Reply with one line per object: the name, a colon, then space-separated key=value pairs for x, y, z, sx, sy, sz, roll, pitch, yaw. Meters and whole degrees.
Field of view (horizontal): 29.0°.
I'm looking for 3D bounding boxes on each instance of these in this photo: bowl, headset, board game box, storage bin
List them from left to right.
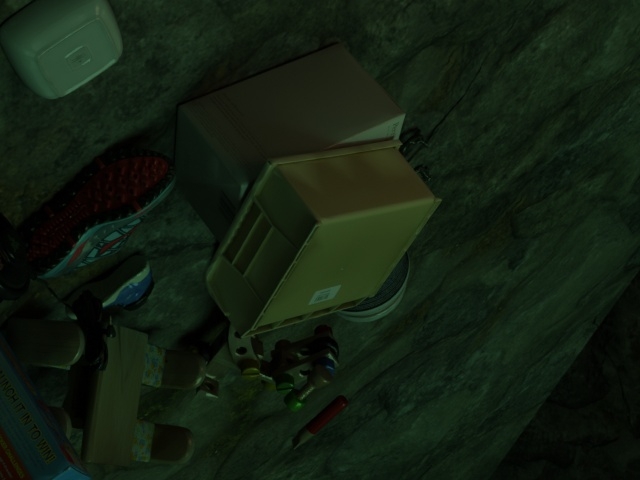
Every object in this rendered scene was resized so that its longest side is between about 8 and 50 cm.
board game box: x=-0.535 y=0.305 z=1.769 sx=0.302 sy=0.308 sz=0.086 roll=-36 pitch=155 yaw=-5
headset: x=-0.458 y=0.079 z=1.613 sx=0.394 sy=0.185 sz=0.243 roll=11 pitch=141 yaw=-40
bowl: x=-0.305 y=-0.237 z=1.505 sx=0.142 sy=0.053 sz=0.142 roll=-36 pitch=154 yaw=-11
storage bin: x=0.000 y=0.000 z=1.795 sx=0.262 sy=0.123 sz=0.260 roll=-13 pitch=146 yaw=-44

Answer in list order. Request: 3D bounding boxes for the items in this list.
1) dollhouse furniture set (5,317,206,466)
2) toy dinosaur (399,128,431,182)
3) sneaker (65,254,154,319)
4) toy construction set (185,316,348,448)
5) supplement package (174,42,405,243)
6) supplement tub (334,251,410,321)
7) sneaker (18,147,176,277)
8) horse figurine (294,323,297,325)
dollhouse furniture set: x=-0.308 y=0.336 z=1.962 sx=0.362 sy=0.256 sz=0.394 roll=27 pitch=67 yaw=-61
toy dinosaur: x=0.140 y=-0.136 z=2.232 sx=0.118 sy=0.064 sz=0.268 roll=-21 pitch=146 yaw=-20
sneaker: x=-0.332 y=0.093 z=1.980 sx=0.152 sy=0.058 sz=0.085 roll=-37 pitch=146 yaw=-19
toy construction set: x=-0.106 y=0.245 z=2.268 sx=0.237 sy=0.309 sz=0.257 roll=-46 pitch=145 yaw=23
supplement package: x=-0.049 y=-0.137 z=1.851 sx=0.293 sy=0.175 sz=0.177 roll=-26 pitch=151 yaw=-26
supplement tub: x=0.058 y=0.020 z=2.218 sx=0.191 sy=0.191 sz=0.272 roll=-36 pitch=153 yaw=-8
sneaker: x=-0.313 y=-0.039 z=1.779 sx=0.262 sy=0.104 sz=0.125 roll=-33 pitch=164 yaw=6
horse figurine: x=-0.075 y=0.052 z=2.164 sx=0.066 sy=0.174 sz=0.263 roll=-30 pitch=165 yaw=-1
